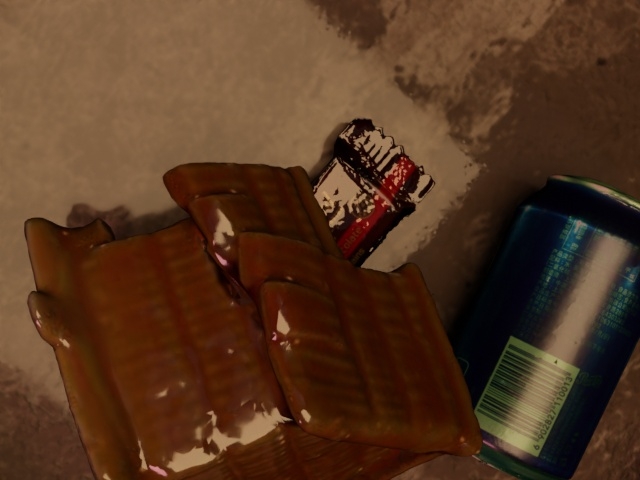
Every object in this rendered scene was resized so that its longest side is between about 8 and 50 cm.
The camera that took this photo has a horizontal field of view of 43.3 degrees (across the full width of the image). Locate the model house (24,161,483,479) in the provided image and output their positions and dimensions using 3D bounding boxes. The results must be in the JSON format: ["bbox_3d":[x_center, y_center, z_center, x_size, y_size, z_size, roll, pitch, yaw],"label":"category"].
[{"bbox_3d":[-0.036,0.071,0.507,0.229,0.219,0.199,-17,68,-8],"label":"model house"}]

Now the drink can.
[{"bbox_3d":[0.163,0.062,0.575,0.118,0.118,0.204,27,90,-11],"label":"drink can"}]

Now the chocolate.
[{"bbox_3d":[0.000,0.000,0.586,0.086,0.028,0.182,37,91,-14],"label":"chocolate"}]
